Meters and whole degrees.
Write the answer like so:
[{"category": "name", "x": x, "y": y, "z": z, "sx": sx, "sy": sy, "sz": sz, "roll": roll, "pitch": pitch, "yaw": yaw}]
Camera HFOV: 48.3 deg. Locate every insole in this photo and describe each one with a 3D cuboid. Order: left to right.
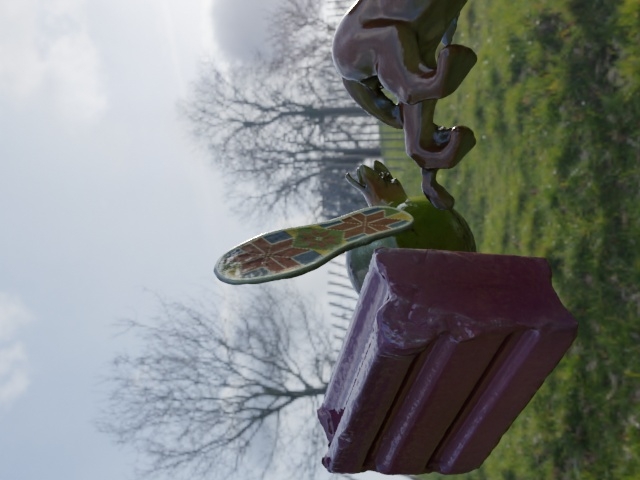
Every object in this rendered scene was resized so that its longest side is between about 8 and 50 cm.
[{"category": "insole", "x": 0.000, "y": 0.000, "z": 0.565, "sx": 0.193, "sy": 0.065, "sz": 0.006, "roll": -18, "pitch": -56, "yaw": -35}]

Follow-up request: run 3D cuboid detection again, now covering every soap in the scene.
[{"category": "soap", "x": 0.142, "y": 0.173, "z": 0.922, "sx": 0.360, "sy": 0.232, "sz": 0.128, "roll": 105, "pitch": 164, "yaw": -45}]

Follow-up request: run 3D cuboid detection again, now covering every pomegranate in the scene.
[{"category": "pomegranate", "x": 0.114, "y": 0.006, "z": 1.043, "sx": 0.246, "sy": 0.198, "sz": 0.198, "roll": 47, "pitch": -144, "yaw": -24}]

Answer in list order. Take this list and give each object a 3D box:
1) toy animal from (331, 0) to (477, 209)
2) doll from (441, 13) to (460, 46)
[{"category": "toy animal", "x": 0.082, "y": -0.196, "z": 0.515, "sx": 0.097, "sy": 0.157, "sz": 0.313, "roll": 3, "pitch": -64, "yaw": -52}, {"category": "doll", "x": 0.183, "y": -0.338, "z": 1.064, "sx": 0.039, "sy": 0.057, "sz": 0.114, "roll": 165, "pitch": 94, "yaw": -75}]
